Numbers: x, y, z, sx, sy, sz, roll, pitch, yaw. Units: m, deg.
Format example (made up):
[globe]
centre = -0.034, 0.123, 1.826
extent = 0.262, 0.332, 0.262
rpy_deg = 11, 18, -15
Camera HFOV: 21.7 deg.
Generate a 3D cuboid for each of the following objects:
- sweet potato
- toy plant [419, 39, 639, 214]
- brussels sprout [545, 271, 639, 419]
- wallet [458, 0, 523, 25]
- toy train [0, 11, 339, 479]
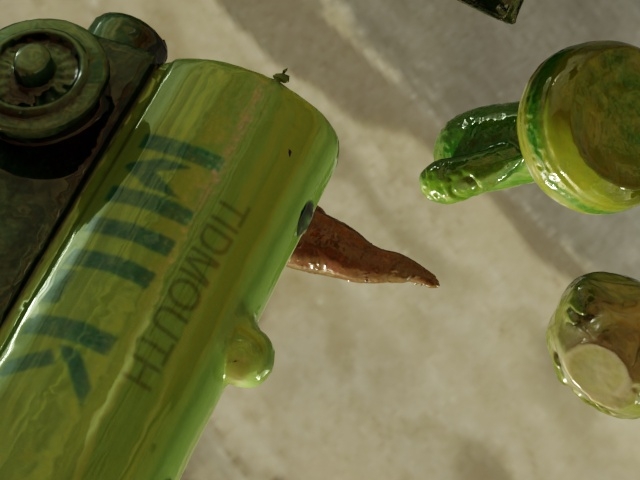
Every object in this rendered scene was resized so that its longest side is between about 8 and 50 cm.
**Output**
[sweet potato]
centre = -0.003, 0.003, 1.472
extent = 0.226, 0.068, 0.068
rpy_deg = 24, 138, 0
[toy plant]
centre = 0.242, -0.106, 1.852
extent = 0.316, 0.224, 0.184
rpy_deg = -12, 105, 62
[brussels sprout]
centre = 0.263, 0.094, 1.442
extent = 0.155, 0.155, 0.117
rpy_deg = 35, 124, 23
[wallet]
centre = 0.145, -0.354, 1.841
extent = 0.160, 0.236, 0.055
rpy_deg = -66, 28, 5
[toy train]
centre = -0.091, 0.022, 0.637
extent = 0.157, 0.253, 0.105
rpy_deg = 18, 147, 13
